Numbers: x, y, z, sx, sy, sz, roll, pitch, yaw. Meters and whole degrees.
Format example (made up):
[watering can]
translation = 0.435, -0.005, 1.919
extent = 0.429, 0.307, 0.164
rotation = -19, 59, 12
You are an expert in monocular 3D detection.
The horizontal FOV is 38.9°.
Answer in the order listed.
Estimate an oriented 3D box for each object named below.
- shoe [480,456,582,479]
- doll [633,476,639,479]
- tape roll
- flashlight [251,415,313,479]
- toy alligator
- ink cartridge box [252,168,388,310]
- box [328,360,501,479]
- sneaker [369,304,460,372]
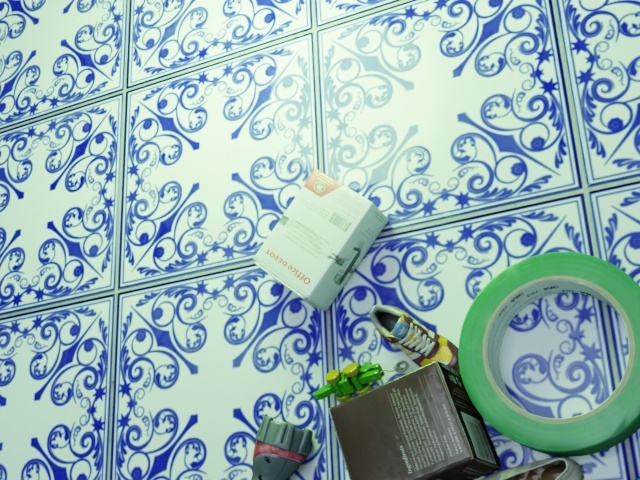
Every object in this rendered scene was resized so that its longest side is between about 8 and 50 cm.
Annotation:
[shoe]
translation = 0.304, 0.394, 1.429
extent = 0.219, 0.058, 0.077
rotation = -29, 61, 15
[doll]
translation = 0.506, 0.402, 1.329
extent = 0.129, 0.046, 0.189
rotation = 1, 73, 16
[tape roll]
translation = 0.387, 0.181, 1.456
extent = 0.321, 0.077, 0.321
rotation = -9, 68, 23
[flashlight]
translation = -0.100, 0.467, 1.587
extent = 0.103, 0.103, 0.304
rotation = 10, 75, 27
[toy alligator]
translation = 0.073, 0.239, 1.614
extent = 0.189, 0.056, 0.051
rotation = -23, 22, 18
[ink cartridge box]
translation = 0.000, 0.000, 1.715
extent = 0.158, 0.092, 0.218
rotation = 34, 87, 33
[box]
translation = 0.154, 0.322, 1.469
extent = 0.203, 0.168, 0.167
rotation = -27, 62, 16
[sneaker]
translation = 0.162, 0.173, 1.570
extent = 0.185, 0.084, 0.070
rotation = 28, 86, 33
